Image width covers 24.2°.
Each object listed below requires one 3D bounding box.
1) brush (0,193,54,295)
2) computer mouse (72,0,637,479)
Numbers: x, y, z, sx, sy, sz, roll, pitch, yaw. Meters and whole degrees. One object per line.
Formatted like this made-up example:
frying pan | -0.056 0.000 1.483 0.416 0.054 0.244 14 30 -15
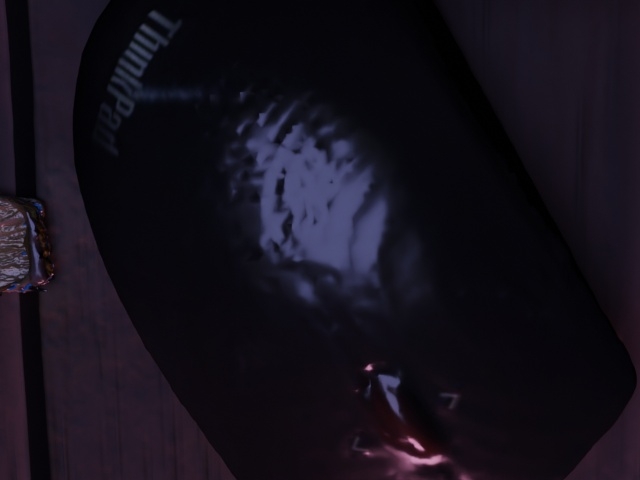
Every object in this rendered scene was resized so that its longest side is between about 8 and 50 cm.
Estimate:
brush | -0.202 0.005 0.699 0.164 0.014 0.051 -4 101 17
computer mouse | 0.000 0.000 0.597 0.170 0.100 0.269 -31 93 22
